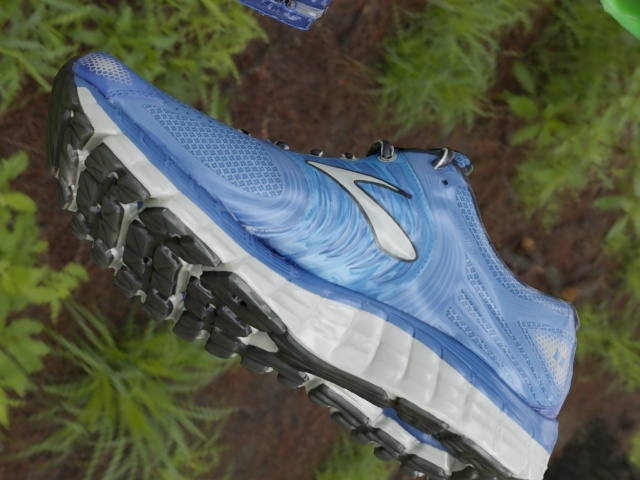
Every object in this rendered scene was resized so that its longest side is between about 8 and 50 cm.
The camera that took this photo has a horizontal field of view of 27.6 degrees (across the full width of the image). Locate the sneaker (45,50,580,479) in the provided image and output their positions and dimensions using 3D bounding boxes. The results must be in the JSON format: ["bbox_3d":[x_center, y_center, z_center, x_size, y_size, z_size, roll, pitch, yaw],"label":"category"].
[{"bbox_3d":[0.000,0.000,0.711,0.147,0.330,0.130,-59,-170,-26],"label":"sneaker"}]

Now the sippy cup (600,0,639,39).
[{"bbox_3d":[0.299,-0.173,0.634,0.305,0.240,0.224,-5,121,-25],"label":"sippy cup"}]

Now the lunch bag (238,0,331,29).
[{"bbox_3d":[-0.020,-0.172,0.775,0.067,0.098,0.065,22,133,-27],"label":"lunch bag"}]
